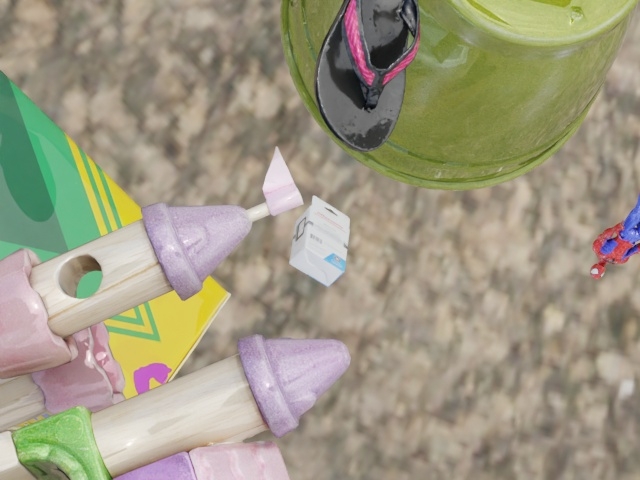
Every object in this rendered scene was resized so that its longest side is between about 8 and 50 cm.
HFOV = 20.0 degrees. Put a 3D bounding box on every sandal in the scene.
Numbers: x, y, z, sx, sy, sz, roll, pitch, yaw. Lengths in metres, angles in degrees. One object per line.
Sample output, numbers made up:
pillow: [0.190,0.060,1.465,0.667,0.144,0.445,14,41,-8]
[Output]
sandal: [0.042,-0.151,1.262,0.067,0.040,0.179,13,91,-22]

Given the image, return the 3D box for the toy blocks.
toy blocks: [-0.099,0.114,0.895,0.260,0.309,0.289,-21,67,2]

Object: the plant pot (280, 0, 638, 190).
plant pot: [0.170,-0.263,1.811,0.366,0.353,0.366,2,80,-11]

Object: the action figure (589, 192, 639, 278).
action figure: [0.249,-0.008,1.446,0.038,0.030,0.115,21,131,-18]

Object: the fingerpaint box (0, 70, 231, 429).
fingerpaint box: [-0.350,-0.006,1.583,0.371,0.163,0.445,46,153,-22]

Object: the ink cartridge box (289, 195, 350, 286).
ink cartridge box: [0.000,0.000,1.757,0.048,0.083,0.028,33,125,-18]
